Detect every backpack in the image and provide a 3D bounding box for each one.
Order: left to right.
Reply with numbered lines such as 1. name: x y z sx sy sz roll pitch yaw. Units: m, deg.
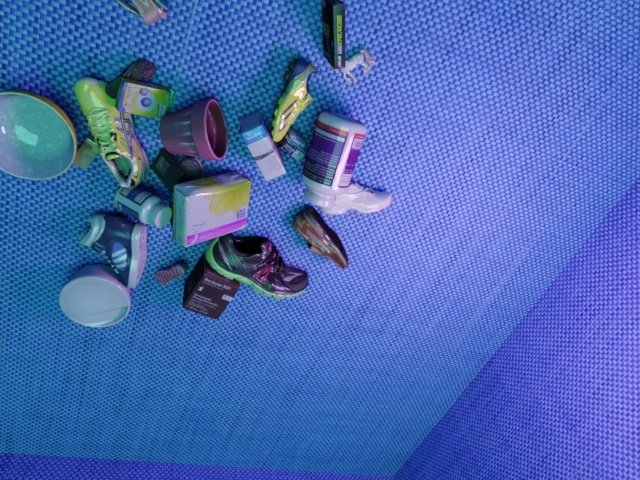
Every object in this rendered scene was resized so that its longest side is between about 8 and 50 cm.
1. backpack: -0.099 -0.350 1.679 0.084 0.105 0.114 -41 124 17

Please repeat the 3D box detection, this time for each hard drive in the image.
1. hard drive: -0.548 -0.252 1.651 0.094 0.135 0.022 -49 162 21

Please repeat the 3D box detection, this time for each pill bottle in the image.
1. pill bottle: -0.641 -0.124 1.671 0.186 0.112 0.112 28 122 15
2. pill bottle: 0.039 -0.292 1.673 0.181 0.182 0.323 11 111 -19

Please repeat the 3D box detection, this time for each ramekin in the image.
1. ramekin: -0.918 0.220 1.896 0.272 0.127 0.273 -6 125 -8

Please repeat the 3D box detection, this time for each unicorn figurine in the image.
1. unicorn figurine: 0.103 -0.600 1.582 0.161 0.060 0.111 -40 124 -3

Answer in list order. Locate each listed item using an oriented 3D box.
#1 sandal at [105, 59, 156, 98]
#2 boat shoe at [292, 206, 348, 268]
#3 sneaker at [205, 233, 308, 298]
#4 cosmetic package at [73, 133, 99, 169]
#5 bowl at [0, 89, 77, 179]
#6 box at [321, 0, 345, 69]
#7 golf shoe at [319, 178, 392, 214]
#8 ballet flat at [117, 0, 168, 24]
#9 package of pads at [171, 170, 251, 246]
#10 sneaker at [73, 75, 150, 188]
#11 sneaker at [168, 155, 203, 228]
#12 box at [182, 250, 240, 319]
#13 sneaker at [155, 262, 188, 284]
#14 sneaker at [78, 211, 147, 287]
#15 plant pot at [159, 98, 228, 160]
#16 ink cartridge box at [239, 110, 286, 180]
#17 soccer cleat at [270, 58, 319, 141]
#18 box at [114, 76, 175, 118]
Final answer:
1. sandal: -0.616 -0.525 1.482 0.179 0.040 0.067 -37 130 -8
2. boat shoe: 0.000 0.000 1.944 0.119 0.123 0.324 -30 117 16
3. sneaker: -0.233 0.098 1.917 0.482 0.185 0.202 24 111 -31
4. cosmetic package: -0.814 -0.309 1.602 0.060 0.041 0.115 35 112 -30
5. bowl: -0.926 -0.356 1.476 0.288 0.156 0.290 -5 125 -8
6. box: 0.040 -0.657 1.441 0.045 0.191 0.184 -10 126 -6
7. golf shoe: 0.145 -0.183 1.843 0.305 0.115 0.140 -5 122 -9
8. ballet flat: -0.581 -0.756 1.305 0.106 0.108 0.316 -30 124 19
9. package of pads: -0.398 -0.124 1.695 0.296 0.101 0.229 -24 138 -42
10. sneaker: -0.689 -0.353 1.532 0.145 0.147 0.385 -18 123 4
11. sneaker: -0.505 -0.171 1.711 0.110 0.121 0.300 8 122 -17
12. box: -0.462 0.190 1.941 0.168 0.167 0.203 26 116 -26
13. sneaker: -0.623 0.135 1.937 0.170 0.075 0.063 -20 102 28
14. sneaker: -0.820 0.035 1.802 0.236 0.130 0.323 14 126 -8
15. plant pot: -0.433 -0.368 1.558 0.180 0.201 0.202 -3 126 10
16. ink cartridge box: -0.206 -0.336 1.640 0.085 0.148 0.203 -23 125 4
17. soccer cleat: -0.090 -0.471 1.577 0.121 0.093 0.290 17 107 -13
18. box: -0.571 -0.463 1.511 0.179 0.043 0.105 -3 131 -43
